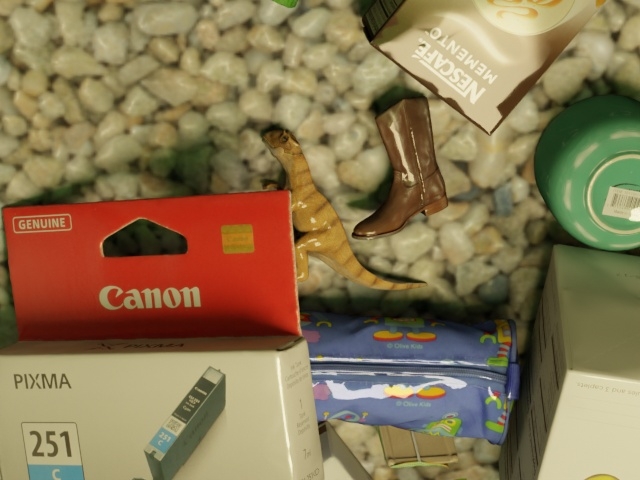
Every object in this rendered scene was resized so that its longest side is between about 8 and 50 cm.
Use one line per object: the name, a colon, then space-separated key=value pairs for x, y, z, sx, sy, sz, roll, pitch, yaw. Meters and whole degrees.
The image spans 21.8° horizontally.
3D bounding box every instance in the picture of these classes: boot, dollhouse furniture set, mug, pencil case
boot: x=0.061 y=-0.067 z=1.487 sx=0.106 sy=0.037 sz=0.114 roll=-26 pitch=117 yaw=-26
dollhouse furniture set: x=0.096 y=0.235 z=1.575 sx=0.076 sy=0.152 sz=0.059 roll=-2 pitch=147 yaw=-18
mug: x=0.275 y=-0.064 z=1.483 sx=0.157 sy=0.097 sz=0.129 roll=-33 pitch=109 yaw=8
pencil case: x=0.034 y=0.121 z=1.518 sx=0.306 sy=0.133 sz=0.119 roll=4 pitch=89 yaw=-7

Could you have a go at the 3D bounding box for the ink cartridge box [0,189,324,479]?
ink cartridge box: x=-0.155 y=0.096 z=1.437 sx=0.296 sy=0.066 sz=0.261 roll=-3 pitch=99 yaw=24

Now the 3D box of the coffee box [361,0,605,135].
coffee box: x=0.166 y=-0.231 z=1.411 sx=0.141 sy=0.098 sz=0.246 roll=36 pitch=104 yaw=-15

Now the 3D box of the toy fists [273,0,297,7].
toy fists: x=-0.092 y=-0.312 z=1.364 sx=0.279 sy=0.096 sz=0.142 roll=29 pitch=105 yaw=-12

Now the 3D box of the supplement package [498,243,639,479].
supplement package: x=0.282 y=0.176 z=1.484 sx=0.199 sy=0.198 sz=0.263 roll=9 pitch=122 yaw=-1

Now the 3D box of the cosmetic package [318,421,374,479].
cosmetic package: x=0.028 y=0.303 z=1.609 sx=0.117 sy=0.085 sz=0.231 roll=-35 pitch=110 yaw=8

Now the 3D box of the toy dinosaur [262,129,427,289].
toy dinosaur: x=0.000 y=0.000 z=1.505 sx=0.112 sy=0.064 sz=0.211 roll=-33 pitch=110 yaw=6
